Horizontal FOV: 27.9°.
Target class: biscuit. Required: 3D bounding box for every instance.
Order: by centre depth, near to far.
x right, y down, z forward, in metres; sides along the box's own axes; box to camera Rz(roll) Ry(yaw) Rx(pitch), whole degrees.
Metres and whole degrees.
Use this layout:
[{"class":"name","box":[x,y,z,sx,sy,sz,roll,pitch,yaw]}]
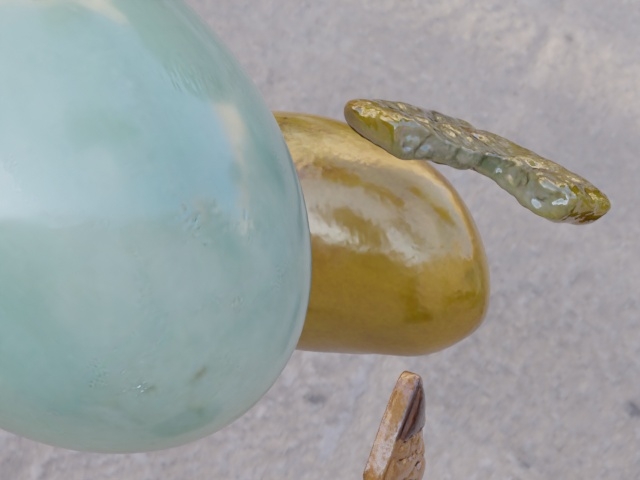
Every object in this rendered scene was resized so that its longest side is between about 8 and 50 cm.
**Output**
[{"class":"biscuit","box":[0.129,-0.064,1.033,0.183,0.039,0.174,31,14,29]},{"class":"biscuit","box":[0.064,0.255,1.252,0.043,0.280,0.183,21,19,16]}]

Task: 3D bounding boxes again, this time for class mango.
[{"class":"mango","box":[0.000,0.000,1.584,0.445,0.300,0.232,19,14,24]}]

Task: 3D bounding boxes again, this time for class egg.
[{"class":"egg","box":[-0.172,-0.042,0.777,0.389,0.276,0.276,46,51,9]}]
